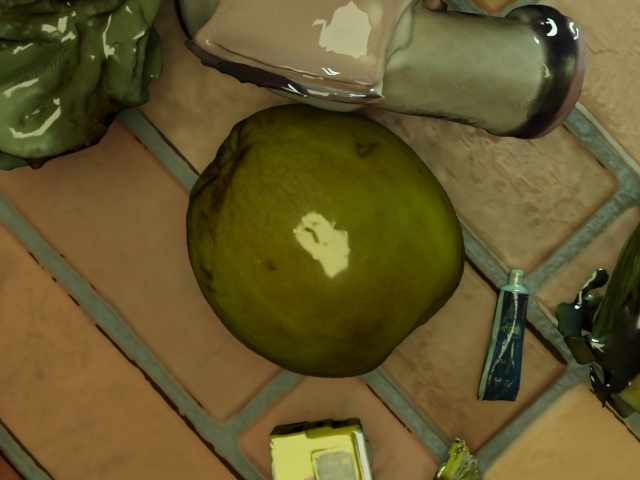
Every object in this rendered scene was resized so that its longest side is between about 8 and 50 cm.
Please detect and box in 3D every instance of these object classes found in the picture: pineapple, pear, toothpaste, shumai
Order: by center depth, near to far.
[{"bbox_3d":[0.000,0.000,0.776,0.162,0.149,0.149,40,92,-2],"label":"pear"},{"bbox_3d":[-0.172,-0.159,0.789,0.256,0.189,0.218,-13,108,23],"label":"shumai"},{"bbox_3d":[0.078,0.166,0.818,0.045,0.019,0.083,51,59,-36],"label":"pineapple"},{"bbox_3d":[0.114,0.059,0.830,0.027,0.019,0.083,7,94,-13],"label":"toothpaste"}]

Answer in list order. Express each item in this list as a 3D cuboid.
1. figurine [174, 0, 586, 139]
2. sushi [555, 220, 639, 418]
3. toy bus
[{"bbox_3d":[0.059,-0.239,0.740,0.253,0.211,0.361,17,92,4],"label":"figurine"},{"bbox_3d":[0.268,-0.012,0.775,0.291,0.139,0.131,-42,97,10],"label":"sushi"},{"bbox_3d":[0.013,0.220,0.809,0.074,0.081,0.226,-11,85,-1],"label":"toy bus"}]
